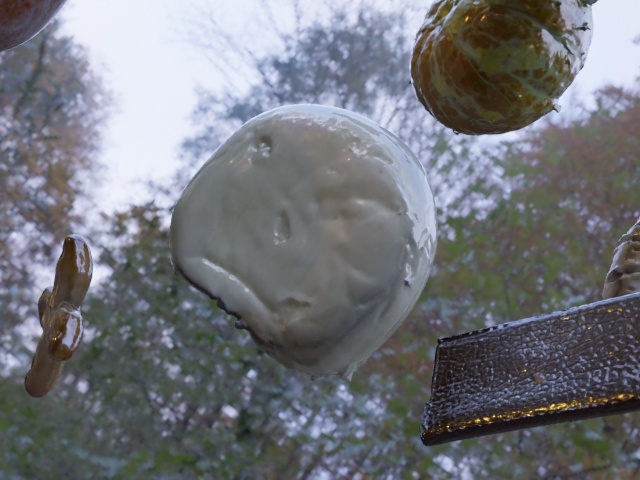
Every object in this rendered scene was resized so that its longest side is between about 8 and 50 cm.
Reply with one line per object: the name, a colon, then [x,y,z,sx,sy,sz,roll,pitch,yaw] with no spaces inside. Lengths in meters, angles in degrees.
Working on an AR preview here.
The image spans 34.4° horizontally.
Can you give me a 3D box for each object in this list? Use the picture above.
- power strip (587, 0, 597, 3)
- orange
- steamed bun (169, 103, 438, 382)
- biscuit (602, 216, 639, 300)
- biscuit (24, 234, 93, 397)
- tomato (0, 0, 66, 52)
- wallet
power strip: [0.299,-0.487,1.501,0.367,0.106,0.043,44,-27,10]
orange: [0.295,-0.321,1.701,0.249,0.329,0.329,31,-24,-11]
steamed bun: [0.000,0.000,1.300,0.334,0.312,0.233,46,1,26]
biscuit: [0.508,0.018,1.383,0.084,0.281,0.179,-136,-147,-83]
biscuit: [-0.336,0.102,1.333,0.047,0.164,0.208,10,-26,-21]
tomato: [-0.449,-0.379,1.260,0.317,0.316,0.282,37,-50,2]
wallet: [0.215,0.125,0.993,0.243,0.133,0.039,-17,-49,30]
